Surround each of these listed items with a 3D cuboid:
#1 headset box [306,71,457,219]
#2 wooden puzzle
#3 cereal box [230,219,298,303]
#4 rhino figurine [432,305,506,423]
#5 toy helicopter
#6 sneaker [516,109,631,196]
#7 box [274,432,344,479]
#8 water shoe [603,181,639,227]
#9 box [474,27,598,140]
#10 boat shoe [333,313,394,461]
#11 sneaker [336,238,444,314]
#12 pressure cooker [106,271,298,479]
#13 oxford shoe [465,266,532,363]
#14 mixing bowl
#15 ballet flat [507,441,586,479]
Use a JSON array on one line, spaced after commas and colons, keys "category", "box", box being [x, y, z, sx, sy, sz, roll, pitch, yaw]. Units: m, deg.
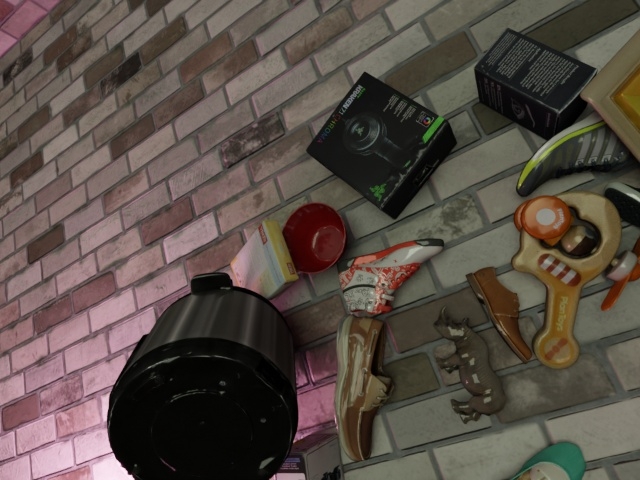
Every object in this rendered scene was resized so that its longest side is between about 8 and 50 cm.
[{"category": "headset box", "box": [0.154, -0.225, 1.012, 0.283, 0.131, 0.246, 43, 100, 26]}, {"category": "wooden puzzle", "box": [0.629, -0.256, 0.753, 0.239, 0.044, 0.221, 45, 83, -1]}, {"category": "cereal box", "box": [-0.156, 0.079, 1.092, 0.240, 0.047, 0.172, -43, 61, 45]}, {"category": "rhino figurine", "box": [0.309, 0.256, 0.876, 0.106, 0.073, 0.243, -25, 69, 24]}, {"category": "toy helicopter", "box": [0.500, 0.080, 0.808, 0.235, 0.140, 0.354, 7, 94, 18]}, {"category": "sneaker", "box": [0.542, -0.177, 0.830, 0.300, 0.111, 0.121, -37, 71, 18]}, {"category": "box", "box": [-0.012, 0.602, 0.913, 0.087, 0.169, 0.289, -15, 75, 26]}, {"category": "water shoe", "box": [0.651, -0.060, 0.783, 0.203, 0.073, 0.080, 40, 77, 23]}, {"category": "box", "box": [0.449, -0.326, 0.876, 0.207, 0.153, 0.108, 43, 99, 25]}, {"category": "boat shoe", "box": [0.103, 0.332, 0.937, 0.117, 0.123, 0.324, -5, 80, 23]}, {"category": "sneaker", "box": [0.172, 0.092, 0.967, 0.270, 0.090, 0.144, -17, 74, 26]}, {"category": "pressure cooker", "box": [-0.234, 0.309, 0.946, 0.376, 0.420, 0.369, 38, 99, -14]}, {"category": "oxford shoe", "box": [0.388, 0.150, 0.859, 0.076, 0.076, 0.212, -27, 68, 12]}, {"category": "mixing bowl", "box": [0.000, 0.000, 1.061, 0.182, 0.098, 0.181, -5, 79, 27]}, {"category": "ballet flat", "box": [0.399, 0.480, 0.779, 0.247, 0.087, 0.083, -44, 65, 12]}]
